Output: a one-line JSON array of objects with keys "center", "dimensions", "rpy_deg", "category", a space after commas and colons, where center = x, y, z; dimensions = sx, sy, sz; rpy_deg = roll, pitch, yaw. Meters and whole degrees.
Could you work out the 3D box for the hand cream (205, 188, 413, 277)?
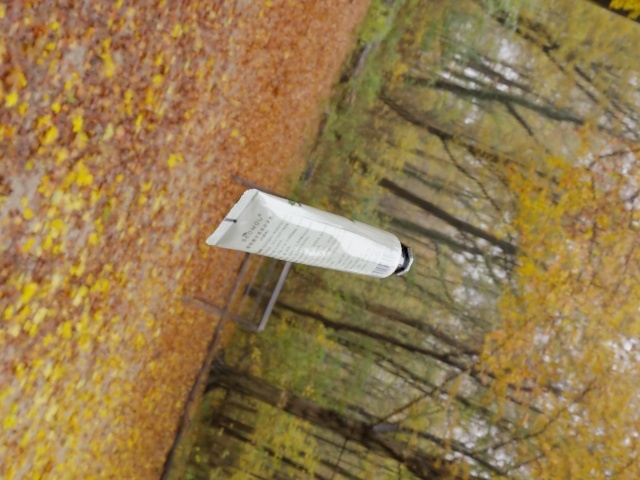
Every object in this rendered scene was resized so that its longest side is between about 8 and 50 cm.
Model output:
[{"center": [0.000, 0.000, 0.767], "dimensions": [0.080, 0.234, 0.050], "rpy_deg": [-49, -135, 30], "category": "hand cream"}]
